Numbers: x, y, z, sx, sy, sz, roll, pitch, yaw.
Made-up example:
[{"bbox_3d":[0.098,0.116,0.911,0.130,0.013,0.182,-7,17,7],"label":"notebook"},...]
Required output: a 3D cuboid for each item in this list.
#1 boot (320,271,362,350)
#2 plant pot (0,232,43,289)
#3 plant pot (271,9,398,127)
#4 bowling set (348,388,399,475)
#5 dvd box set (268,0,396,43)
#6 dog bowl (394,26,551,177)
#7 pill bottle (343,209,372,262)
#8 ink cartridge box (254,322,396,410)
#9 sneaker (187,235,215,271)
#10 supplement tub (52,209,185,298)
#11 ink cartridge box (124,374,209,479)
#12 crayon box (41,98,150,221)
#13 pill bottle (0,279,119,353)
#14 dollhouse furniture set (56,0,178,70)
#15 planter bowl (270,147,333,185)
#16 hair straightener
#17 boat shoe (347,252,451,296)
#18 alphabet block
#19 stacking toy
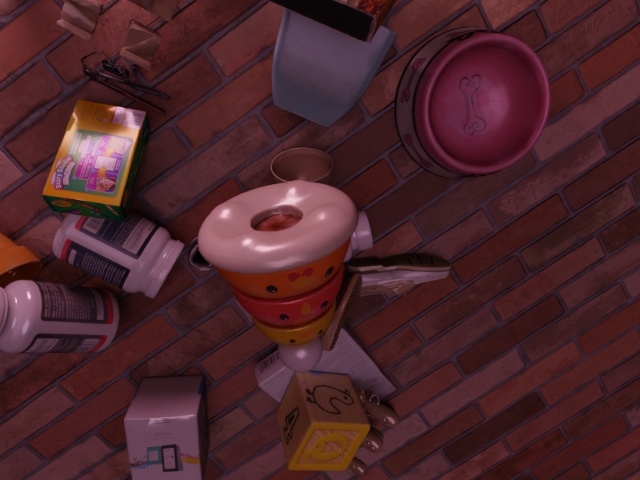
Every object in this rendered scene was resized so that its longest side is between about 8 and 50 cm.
[{"bbox_3d":[-0.012,0.173,1.292,0.207,0.090,0.248,25,87,27],"label":"boot"},{"bbox_3d":[-0.869,0.049,1.147,0.205,0.205,0.188,-41,91,6],"label":"plant pot"},{"bbox_3d":[-0.001,-0.421,1.078,0.248,0.247,0.252,20,109,-12],"label":"plant pot"},{"bbox_3d":[0.145,0.581,1.445,0.154,0.200,0.287,32,108,13],"label":"bowling set"},{"bbox_3d":[0.038,-0.593,0.934,0.308,0.420,0.062,26,146,3],"label":"dvd box set"},{"bbox_3d":[0.412,-0.355,1.188,0.408,0.150,0.407,-2,107,-5],"label":"dog bowl"},{"bbox_3d":[0.000,0.000,1.244,0.272,0.152,0.152,-12,108,-2],"label":"pill bottle"},{"bbox_3d":[0.026,0.441,1.435,0.308,0.091,0.385,-36,124,4],"label":"ink cartridge box"},{"bbox_3d":[-0.255,0.002,1.211,0.226,0.163,0.086,-28,106,1],"label":"sneaker"},{"bbox_3d":[-0.518,0.017,1.168,0.272,0.191,0.191,30,101,-14],"label":"supplement tub"},{"bbox_3d":[-0.447,0.577,1.341,0.197,0.198,0.270,-1,108,-7],"label":"ink cartridge box"},{"bbox_3d":[-0.529,-0.195,1.080,0.165,0.081,0.278,8,65,-9],"label":"crayon box"},{"bbox_3d":[-0.695,0.193,1.126,0.176,0.176,0.318,-53,148,10],"label":"pill bottle"},{"bbox_3d":[-0.510,-0.647,0.995,0.394,0.256,0.362,18,105,-33],"label":"dollhouse furniture set"},{"bbox_3d":[-0.047,-0.159,1.201,0.162,0.162,0.109,-6,134,-5],"label":"planter bowl"},{"bbox_3d":[-0.487,-0.408,1.127,0.230,0.047,0.089,25,102,-9],"label":"hair straightener"},{"bbox_3d":[0.231,0.105,1.331,0.302,0.113,0.103,-2,108,5],"label":"boat shoe"},{"bbox_3d":[0.000,0.521,1.301,0.192,0.197,0.193,12,114,-24],"label":"alphabet block"},{"bbox_3d":[-0.062,0.128,1.074,0.351,0.350,0.479,-12,121,-3],"label":"stacking toy"}]
